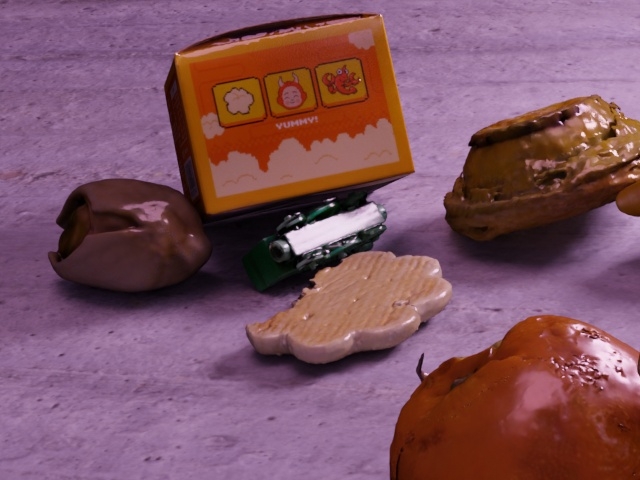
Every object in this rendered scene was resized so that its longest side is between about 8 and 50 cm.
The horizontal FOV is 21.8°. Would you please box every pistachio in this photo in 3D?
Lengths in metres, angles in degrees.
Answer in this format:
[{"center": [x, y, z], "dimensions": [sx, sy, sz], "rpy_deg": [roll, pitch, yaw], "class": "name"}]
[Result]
[{"center": [-0.233, -0.003, 1.992], "dimensions": [0.238, 0.153, 0.137], "rpy_deg": [3, 66, 33], "class": "pistachio"}]

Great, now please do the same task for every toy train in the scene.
[{"center": [0.000, 0.000, 1.961], "dimensions": [0.178, 0.071, 0.104], "rpy_deg": [-21, -12, -40], "class": "toy train"}]

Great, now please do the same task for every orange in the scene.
[{"center": [0.168, 0.178, 1.266], "dimensions": [0.240, 0.240, 0.240], "rpy_deg": [-7, 22, 3], "class": "orange"}]

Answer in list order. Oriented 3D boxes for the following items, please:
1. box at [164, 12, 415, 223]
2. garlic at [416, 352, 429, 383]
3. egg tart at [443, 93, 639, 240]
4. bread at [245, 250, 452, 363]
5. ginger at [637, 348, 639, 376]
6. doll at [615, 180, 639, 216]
[{"center": [-0.050, -0.146, 2.057], "dimensions": [0.260, 0.213, 0.283], "rpy_deg": [-13, 0, -9], "class": "box"}, {"center": [0.190, 0.172, 1.446], "dimensions": [0.207, 0.128, 0.115], "rpy_deg": [-2, 66, 23], "class": "garlic"}, {"center": [0.273, -0.099, 1.985], "dimensions": [0.294, 0.123, 0.294], "rpy_deg": [-18, 9, 3], "class": "egg tart"}, {"center": [0.044, 0.076, 1.817], "dimensions": [0.182, 0.039, 0.251], "rpy_deg": [8, 27, 33], "class": "bread"}, {"center": [0.356, 0.262, 1.117], "dimensions": [0.348, 0.122, 0.363], "rpy_deg": [20, 50, -9], "class": "ginger"}, {"center": [0.483, -0.068, 1.860], "dimensions": [0.270, 0.162, 0.166], "rpy_deg": [-15, 43, -30], "class": "doll"}]
